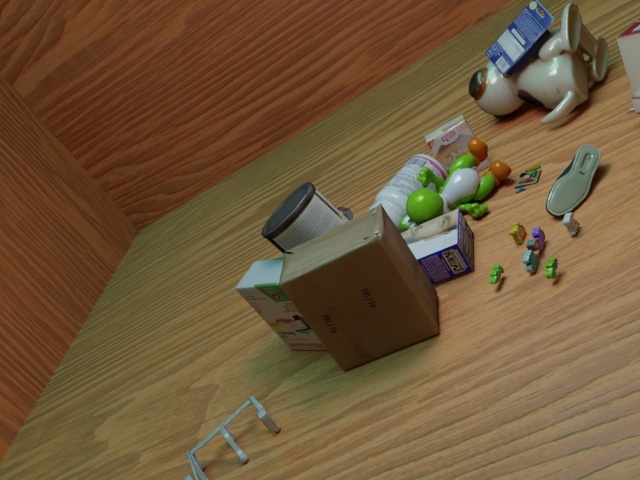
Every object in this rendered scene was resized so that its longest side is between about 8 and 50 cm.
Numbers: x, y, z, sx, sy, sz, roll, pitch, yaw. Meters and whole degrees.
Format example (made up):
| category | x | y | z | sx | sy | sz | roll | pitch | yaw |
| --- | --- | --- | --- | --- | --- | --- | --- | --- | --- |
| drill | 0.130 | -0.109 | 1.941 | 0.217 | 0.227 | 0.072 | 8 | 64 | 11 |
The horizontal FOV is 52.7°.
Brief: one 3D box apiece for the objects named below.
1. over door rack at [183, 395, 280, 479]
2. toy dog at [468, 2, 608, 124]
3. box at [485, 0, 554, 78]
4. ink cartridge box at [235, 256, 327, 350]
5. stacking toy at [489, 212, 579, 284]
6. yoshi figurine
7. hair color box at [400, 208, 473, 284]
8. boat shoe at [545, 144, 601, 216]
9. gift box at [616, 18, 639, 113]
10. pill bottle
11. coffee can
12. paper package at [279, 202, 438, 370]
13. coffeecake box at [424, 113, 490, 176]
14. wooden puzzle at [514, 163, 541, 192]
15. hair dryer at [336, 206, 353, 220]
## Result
| category | x | y | z | sx | sy | sz | roll | pitch | yaw |
| --- | --- | --- | --- | --- | --- | --- | --- | --- | --- |
| over door rack | -0.213 | 0.511 | 1.584 | 0.239 | 0.108 | 0.324 | -41 | 2 | -12 |
| toy dog | 0.719 | -0.546 | 2.202 | 0.408 | 0.284 | 0.395 | -4 | 75 | 49 |
| box | 0.644 | -0.647 | 2.074 | 0.225 | 0.036 | 0.136 | -49 | 45 | 33 |
| ink cartridge box | -0.073 | 0.184 | 1.835 | 0.201 | 0.278 | 0.117 | -9 | 38 | 47 |
| stacking toy | 0.527 | 0.027 | 1.591 | 0.167 | 0.052 | 0.221 | -13 | 34 | 47 |
| yoshi figurine | 0.389 | -0.146 | 1.936 | 0.362 | 0.203 | 0.203 | -41 | 30 | -4 |
| hair color box | 0.260 | 0.054 | 1.835 | 0.339 | 0.110 | 0.185 | -23 | 25 | 25 |
| boat shoe | 0.667 | -0.147 | 1.715 | 0.233 | 0.084 | 0.079 | -53 | -11 | -20 |
| gift box | 0.933 | -0.461 | 1.673 | 0.276 | 0.258 | 0.255 | -36 | 22 | -20 |
| pill bottle | 0.279 | -0.136 | 2.102 | 0.283 | 0.160 | 0.160 | -47 | 25 | -23 |
| coffee can | 0.000 | 0.000 | 1.825 | 0.201 | 0.275 | 0.201 | -43 | 15 | 15 |
| paper package | 0.101 | 0.124 | 1.640 | 0.309 | 0.325 | 0.168 | -26 | 25 | 22 |
| coffeecake box | 0.452 | -0.297 | 2.134 | 0.142 | 0.185 | 0.068 | -29 | 24 | 17 |
| wooden puzzle | 0.614 | -0.187 | 1.916 | 0.078 | 0.014 | 0.116 | -19 | 28 | 35 |
| hair dryer | 0.035 | -0.034 | 2.354 | 0.223 | 0.080 | 0.293 | -43 | 23 | -13 |
